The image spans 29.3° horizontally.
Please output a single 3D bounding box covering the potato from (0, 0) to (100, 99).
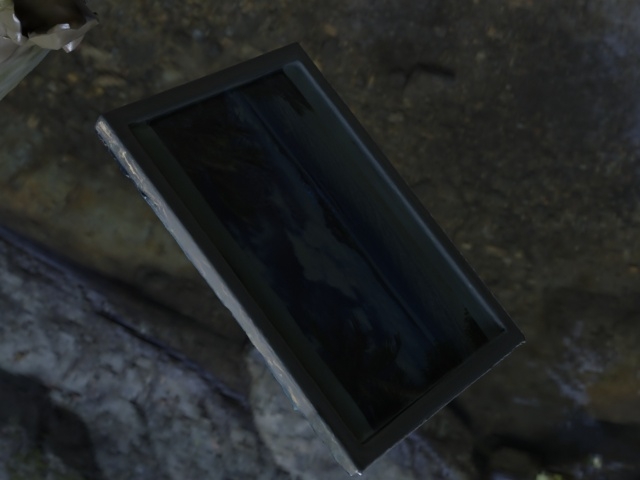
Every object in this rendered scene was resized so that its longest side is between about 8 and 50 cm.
[{"bbox_3d":[-0.225,-0.173,0.374,0.319,0.385,0.442,-2,-171,-40],"label":"potato"}]

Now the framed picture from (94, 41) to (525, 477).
[{"bbox_3d":[0.000,0.000,0.932,0.315,0.232,0.024,53,134,6],"label":"framed picture"}]
